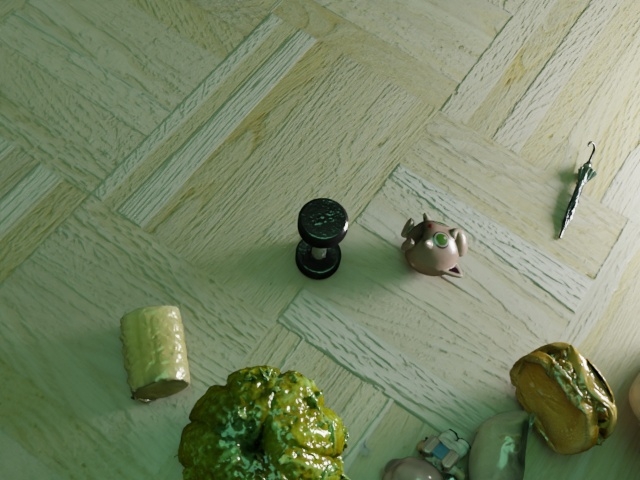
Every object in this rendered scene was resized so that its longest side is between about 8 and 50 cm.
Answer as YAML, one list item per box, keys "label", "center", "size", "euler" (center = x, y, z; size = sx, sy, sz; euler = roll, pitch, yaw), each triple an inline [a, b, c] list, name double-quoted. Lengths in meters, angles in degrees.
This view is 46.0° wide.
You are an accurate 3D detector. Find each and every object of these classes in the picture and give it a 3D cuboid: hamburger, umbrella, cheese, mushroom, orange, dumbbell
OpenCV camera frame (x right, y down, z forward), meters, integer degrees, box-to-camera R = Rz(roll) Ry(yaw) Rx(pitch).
- label: "hamburger"
  center: [0.453, 0.297, 1.416]
  size: [0.108, 0.213, 0.213]
  euler: [-29, 69, -21]
- label: "umbrella"
  center: [0.596, -0.112, 1.725]
  size: [0.044, 0.044, 0.269]
  euler: [35, 68, -29]
- label: "cheese"
  center: [-0.319, 0.215, 1.455]
  size: [0.123, 0.094, 0.167]
  euler: [-16, 61, -1]
- label: "mushroom"
  center: [0.312, 0.469, 1.371]
  size: [0.109, 0.097, 0.351]
  euler: [33, 64, -31]
- label: "orange"
  center: [-0.102, 0.371, 1.323]
  size: [0.300, 0.223, 0.301]
  euler: [-33, 71, -13]
- label: "dumbbell"
  center: [0.000, 0.000, 1.530]
  size: [0.100, 0.191, 0.100]
  euler: [1, 63, -2]

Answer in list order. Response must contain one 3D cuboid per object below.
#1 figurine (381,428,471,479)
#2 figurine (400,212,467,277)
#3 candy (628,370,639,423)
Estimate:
- label: "figurine"
  center: [0.191, 0.435, 1.378]
  size: [0.137, 0.112, 0.229]
  euler: [40, 57, 20]
- label: "figurine"
  center: [0.237, 0.014, 1.581]
  size: [0.138, 0.125, 0.125]
  euler: [22, 63, -8]
- label: "candy"
  center: [0.806, 0.319, 1.413]
  size: [0.427, 0.186, 0.386]
  euler: [18, 44, 17]
